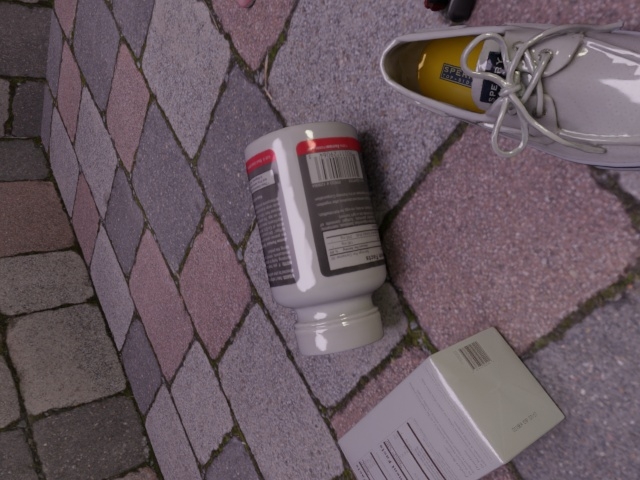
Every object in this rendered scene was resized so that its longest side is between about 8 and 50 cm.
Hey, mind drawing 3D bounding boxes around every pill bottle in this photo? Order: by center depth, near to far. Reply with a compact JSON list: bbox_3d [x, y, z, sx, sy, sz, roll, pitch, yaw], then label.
[{"bbox_3d":[0.000,0.000,0.785,0.176,0.176,0.318,-15,86,52],"label":"pill bottle"}]

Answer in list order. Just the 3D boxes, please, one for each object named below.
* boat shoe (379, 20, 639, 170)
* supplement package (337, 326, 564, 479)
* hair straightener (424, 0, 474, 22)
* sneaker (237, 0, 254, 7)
[{"bbox_3d":[0.197,-0.159,0.521,0.367,0.156,0.136,34,123,43],"label":"boat shoe"},{"bbox_3d":[0.153,0.245,0.675,0.134,0.139,0.244,56,135,25],"label":"supplement package"},{"bbox_3d":[0.200,-0.353,0.576,0.089,0.047,0.230,49,128,33],"label":"hair straightener"},{"bbox_3d":[-0.141,-0.487,0.944,0.051,0.070,0.134,58,138,23],"label":"sneaker"}]
